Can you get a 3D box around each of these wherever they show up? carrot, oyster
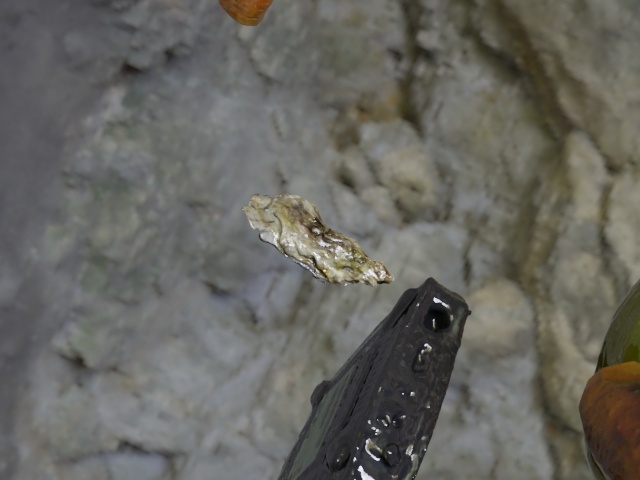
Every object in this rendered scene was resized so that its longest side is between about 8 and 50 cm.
[{"bbox_3d":[-0.032,-0.314,1.526,0.224,0.057,0.057,-52,-174,38],"label":"carrot"},{"bbox_3d":[0.220,0.172,0.811,0.066,0.066,0.314,-67,-154,24],"label":"carrot"},{"bbox_3d":[-0.001,0.001,1.537,0.053,0.166,0.108,-52,180,11],"label":"oyster"}]

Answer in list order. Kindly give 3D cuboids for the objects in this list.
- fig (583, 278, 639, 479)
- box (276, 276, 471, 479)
[{"bbox_3d":[0.433,0.159,1.533,0.343,0.343,0.343,24,90,-87],"label":"fig"},{"bbox_3d":[0.035,0.243,1.821,0.350,0.091,0.359,-50,-170,46],"label":"box"}]
